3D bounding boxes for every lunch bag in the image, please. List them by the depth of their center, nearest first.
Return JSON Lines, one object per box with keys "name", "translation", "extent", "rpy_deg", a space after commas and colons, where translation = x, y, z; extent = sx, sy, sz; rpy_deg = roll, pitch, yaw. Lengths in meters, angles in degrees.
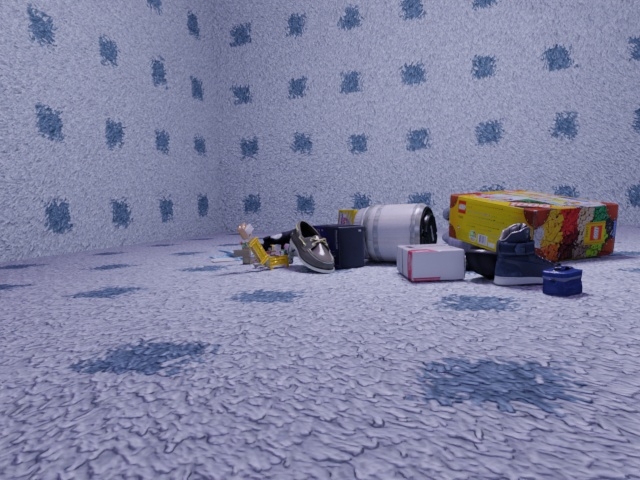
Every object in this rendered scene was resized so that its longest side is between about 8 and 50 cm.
{"name": "lunch bag", "translation": [0.570, 0.092, 1.171], "extent": [0.099, 0.065, 0.067], "rpy_deg": [-5, 5, -36]}

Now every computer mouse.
{"name": "computer mouse", "translation": [0.535, 0.077, 1.430], "extent": [0.273, 0.072, 0.189], "rpy_deg": [9, -3, -26]}

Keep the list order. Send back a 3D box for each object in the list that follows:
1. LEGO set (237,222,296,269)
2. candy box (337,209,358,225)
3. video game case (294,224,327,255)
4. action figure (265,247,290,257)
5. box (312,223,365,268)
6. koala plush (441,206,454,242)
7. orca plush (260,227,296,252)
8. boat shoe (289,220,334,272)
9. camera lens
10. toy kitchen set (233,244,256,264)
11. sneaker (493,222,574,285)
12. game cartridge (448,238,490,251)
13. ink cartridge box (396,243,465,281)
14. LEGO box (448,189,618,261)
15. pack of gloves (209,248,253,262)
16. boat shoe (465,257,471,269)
{"name": "LEGO set", "translation": [-0.221, 0.040, 1.807], "extent": [0.107, 0.132, 0.287], "rpy_deg": [-5, -21, 41]}
{"name": "candy box", "translation": [0.100, -0.019, 1.923], "extent": [0.027, 0.205, 0.105], "rpy_deg": [5, 0, -35]}
{"name": "video game case", "translation": [0.000, 0.000, 2.292], "extent": [0.300, 0.036, 0.329], "rpy_deg": [-27, 19, -33]}
{"name": "action figure", "translation": [-0.173, 0.058, 2.057], "extent": [0.137, 0.063, 0.232], "rpy_deg": [-5, 1, 5]}
{"name": "box", "translation": [0.064, 0.018, 1.823], "extent": [0.108, 0.153, 0.207], "rpy_deg": [-5, 4, -28]}
{"name": "koala plush", "translation": [0.748, -0.087, 2.489], "extent": [0.204, 0.196, 0.221], "rpy_deg": [4, -10, -10]}
{"name": "orca plush", "translation": [-0.156, 0.025, 2.227], "extent": [0.288, 0.102, 0.151], "rpy_deg": [-17, -16, 12]}
{"name": "boat shoe", "translation": [-0.028, 0.020, 1.753], "extent": [0.109, 0.091, 0.305], "rpy_deg": [6, 20, -26]}
{"name": "camera lens", "translation": [0.284, -0.026, 1.852], "extent": [0.275, 0.219, 0.219], "rpy_deg": [0, 5, 28]}
{"name": "toy kitchen set", "translation": [-0.306, 0.052, 1.998], "extent": [0.068, 0.083, 0.075], "rpy_deg": [-1, 5, 11]}
{"name": "sneaker", "translation": [0.574, 0.034, 1.314], "extent": [0.227, 0.163, 0.086], "rpy_deg": [-1, 3, -8]}
{"name": "game cartridge", "translation": [0.780, 0.010, 2.209], "extent": [0.356, 0.068, 0.230], "rpy_deg": [-3, 9, -11]}
{"name": "ink cartridge box", "translation": [0.330, 0.063, 1.506], "extent": [0.159, 0.092, 0.218], "rpy_deg": [-2, 3, -2]}
{"name": "LEGO box", "translation": [0.802, -0.072, 1.936], "extent": [0.373, 0.192, 0.500], "rpy_deg": [-5, 13, -19]}
{"name": "pack of gloves", "translation": [-0.377, 0.059, 2.207], "extent": [0.232, 0.046, 0.195], "rpy_deg": [-4, 4, -19]}
{"name": "boat shoe", "translation": [0.471, 0.075, 1.588], "extent": [0.142, 0.049, 0.040], "rpy_deg": [-6, 41, 21]}
